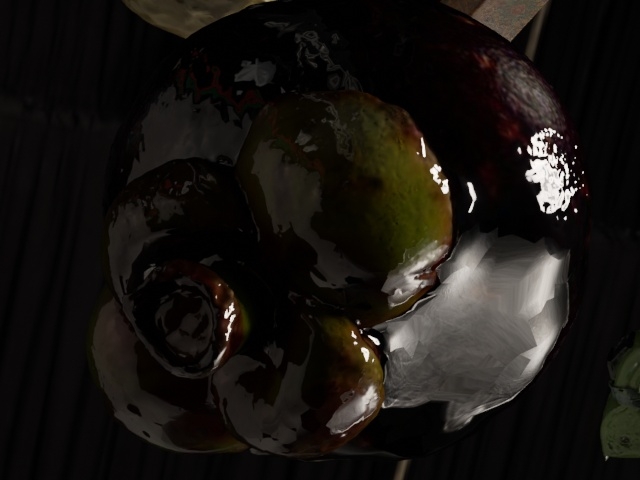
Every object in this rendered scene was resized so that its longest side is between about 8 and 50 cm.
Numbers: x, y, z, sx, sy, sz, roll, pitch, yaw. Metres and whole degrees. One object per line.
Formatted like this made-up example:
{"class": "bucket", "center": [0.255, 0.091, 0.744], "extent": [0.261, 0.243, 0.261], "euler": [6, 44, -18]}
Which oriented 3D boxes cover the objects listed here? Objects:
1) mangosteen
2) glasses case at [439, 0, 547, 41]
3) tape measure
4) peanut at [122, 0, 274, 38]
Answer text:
{"class": "mangosteen", "center": [0.001, -0.004, 0.611], "extent": [0.287, 0.233, 0.287], "euler": [-6, -14, -1]}
{"class": "glasses case", "center": [0.188, -0.258, 1.111], "extent": [0.075, 0.049, 0.218], "euler": [4, -32, -30]}
{"class": "tape measure", "center": [0.367, 0.149, 1.192], "extent": [0.177, 0.154, 0.087], "euler": [-5, 19, 21]}
{"class": "peanut", "center": [-0.090, -0.282, 0.977], "extent": [0.196, 0.233, 0.110], "euler": [29, 16, 20]}
